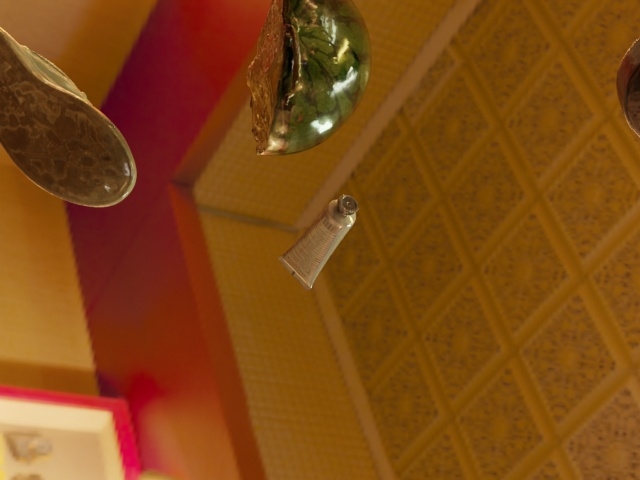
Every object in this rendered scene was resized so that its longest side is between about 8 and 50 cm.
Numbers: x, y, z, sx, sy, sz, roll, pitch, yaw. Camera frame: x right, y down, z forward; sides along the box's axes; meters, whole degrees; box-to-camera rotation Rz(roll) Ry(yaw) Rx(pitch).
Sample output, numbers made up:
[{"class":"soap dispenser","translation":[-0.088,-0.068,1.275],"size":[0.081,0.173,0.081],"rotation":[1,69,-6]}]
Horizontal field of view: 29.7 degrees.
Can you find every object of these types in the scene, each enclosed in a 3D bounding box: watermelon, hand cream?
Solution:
[{"class":"watermelon","translation":[-0.009,-0.190,1.302],"size":[0.232,0.127,0.204],"rotation":[128,-32,-69]},{"class":"hand cream","translation":[0.000,0.000,1.689],"size":[0.067,0.042,0.194],"rotation":[44,-40,5]}]

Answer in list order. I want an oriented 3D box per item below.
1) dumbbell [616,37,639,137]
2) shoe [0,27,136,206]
[{"class":"dumbbell","translation":[0.415,-0.129,1.306],"size":[0.152,0.152,0.218],"rotation":[-55,-160,32]},{"class":"shoe","translation":[-0.349,-0.158,1.565],"size":[0.316,0.159,0.124],"rotation":[45,-85,8]}]
